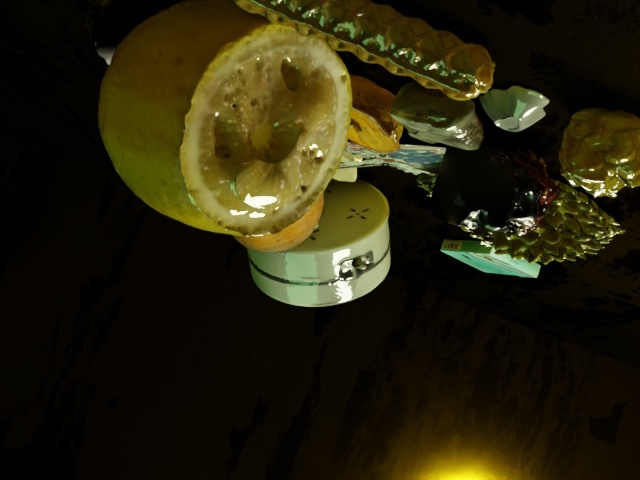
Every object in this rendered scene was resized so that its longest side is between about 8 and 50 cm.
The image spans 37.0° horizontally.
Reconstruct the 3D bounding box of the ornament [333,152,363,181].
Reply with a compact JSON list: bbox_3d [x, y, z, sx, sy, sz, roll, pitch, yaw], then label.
[{"bbox_3d":[0.015,-0.189,1.972,0.201,0.059,0.180,28,168,-33],"label":"ornament"}]

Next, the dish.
[{"bbox_3d":[0.278,-0.183,1.372,0.091,0.039,0.137,22,174,-6],"label":"dish"}]

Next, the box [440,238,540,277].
[{"bbox_3d":[0.440,0.046,2.500,0.162,0.041,0.229,25,172,-25],"label":"box"}]

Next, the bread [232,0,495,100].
[{"bbox_3d":[0.054,-0.271,1.221,0.368,0.084,0.077,21,-148,-9],"label":"bread"}]

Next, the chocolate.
[{"bbox_3d":[-0.316,-0.360,1.524,0.133,0.156,0.156,53,-168,34],"label":"chocolate"}]

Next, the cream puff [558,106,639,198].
[{"bbox_3d":[0.392,-0.111,1.303,0.146,0.116,0.146,22,169,4],"label":"cream puff"}]

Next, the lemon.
[{"bbox_3d":[-0.158,-0.191,1.390,0.364,0.364,0.364,21,172,3],"label":"lemon"}]

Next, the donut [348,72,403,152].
[{"bbox_3d":[0.059,-0.220,1.587,0.190,0.074,0.174,26,173,-4],"label":"donut"}]

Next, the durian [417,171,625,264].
[{"bbox_3d":[0.356,-0.077,1.771,0.394,0.163,0.198,16,-149,30],"label":"durian"}]

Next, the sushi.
[{"bbox_3d":[0.305,-0.083,1.579,0.150,0.153,0.172,11,-170,-38],"label":"sushi"}]

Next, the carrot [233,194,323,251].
[{"bbox_3d":[-0.109,-0.105,1.918,0.224,0.224,0.340,19,167,12],"label":"carrot"}]

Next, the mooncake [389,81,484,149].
[{"bbox_3d":[0.183,-0.190,1.455,0.130,0.073,0.125,19,175,25],"label":"mooncake"}]

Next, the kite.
[{"bbox_3d":[0.142,-0.154,1.796,0.368,0.014,0.406,-1,170,43],"label":"kite"}]

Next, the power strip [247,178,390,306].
[{"bbox_3d":[0.000,0.000,2.196,0.358,0.357,0.161,17,130,29],"label":"power strip"}]
